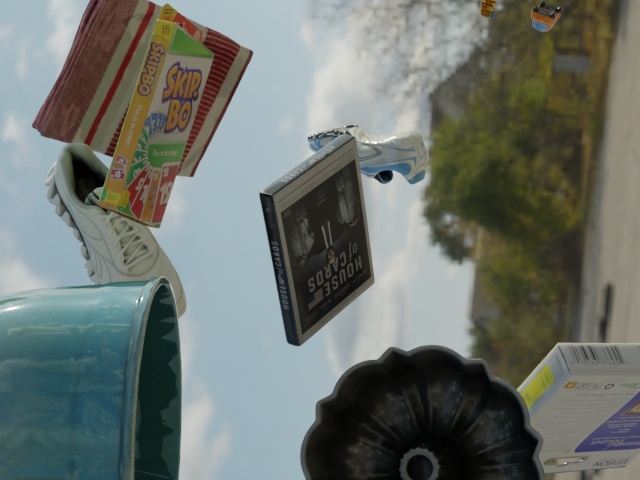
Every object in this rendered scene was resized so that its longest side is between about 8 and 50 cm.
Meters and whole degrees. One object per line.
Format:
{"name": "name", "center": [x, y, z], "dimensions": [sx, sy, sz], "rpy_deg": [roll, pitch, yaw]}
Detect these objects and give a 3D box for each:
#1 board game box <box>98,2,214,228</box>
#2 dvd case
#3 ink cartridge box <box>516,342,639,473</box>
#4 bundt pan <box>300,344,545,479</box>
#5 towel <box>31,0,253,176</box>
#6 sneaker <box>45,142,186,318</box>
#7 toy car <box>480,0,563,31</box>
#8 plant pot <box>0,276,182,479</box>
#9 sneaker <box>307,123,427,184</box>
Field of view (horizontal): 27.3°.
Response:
{"name": "board game box", "center": [-0.196, -0.151, 1.623], "dimensions": [0.124, 0.039, 0.259], "rpy_deg": [30, -106, -70]}
{"name": "dvd case", "center": [0.000, 0.000, 1.785], "dimensions": [0.179, 0.029, 0.238], "rpy_deg": [-38, -50, -39]}
{"name": "ink cartridge box", "center": [0.425, 0.262, 2.044], "dimensions": [0.307, 0.304, 0.072], "rpy_deg": [-56, 41, 47]}
{"name": "bundt pan", "center": [0.144, 0.309, 1.776], "dimensions": [0.124, 0.331, 0.331], "rpy_deg": [38, -122, -71]}
{"name": "towel", "center": [-0.257, -0.229, 1.963], "dimensions": [0.329, 0.037, 0.237], "rpy_deg": [16, -76, -53]}
{"name": "sneaker", "center": [-0.285, -0.009, 1.828], "dimensions": [0.110, 0.292, 0.118], "rpy_deg": [-32, -11, -24]}
{"name": "toy car", "center": [0.297, -0.339, 1.962], "dimensions": [0.060, 0.122, 0.040], "rpy_deg": [-69, -8, -58]}
{"name": "plant pot", "center": [-0.265, 0.163, 1.152], "dimensions": [0.271, 0.255, 0.271], "rpy_deg": [2, -90, -88]}
{"name": "sneaker", "center": [0.067, -0.133, 2.047], "dimensions": [0.085, 0.237, 0.086], "rpy_deg": [-18, -69, -40]}
